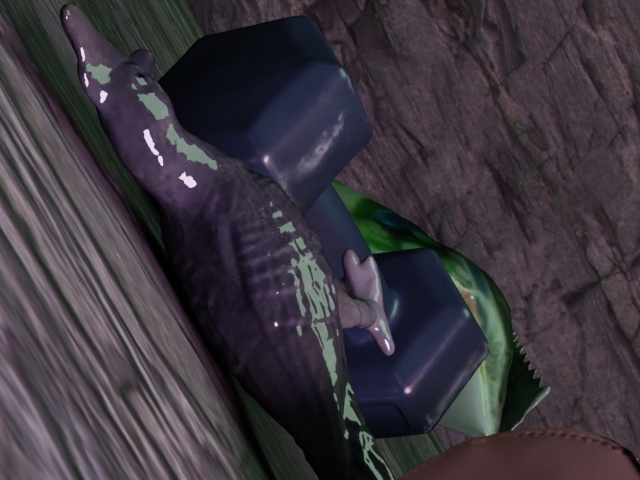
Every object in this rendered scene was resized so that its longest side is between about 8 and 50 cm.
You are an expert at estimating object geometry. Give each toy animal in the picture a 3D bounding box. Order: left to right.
[{"bbox_3d":[-0.019,0.042,0.751,0.367,0.081,0.206,62,15,3],"label":"toy animal"}]

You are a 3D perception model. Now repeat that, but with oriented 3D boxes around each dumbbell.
[{"bbox_3d":[0.000,0.000,0.949,0.143,0.156,0.316,21,-27,42],"label":"dumbbell"}]

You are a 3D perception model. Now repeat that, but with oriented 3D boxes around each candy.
[{"bbox_3d":[0.033,0.021,1.310,0.398,0.172,0.263,47,1,-13],"label":"candy"}]

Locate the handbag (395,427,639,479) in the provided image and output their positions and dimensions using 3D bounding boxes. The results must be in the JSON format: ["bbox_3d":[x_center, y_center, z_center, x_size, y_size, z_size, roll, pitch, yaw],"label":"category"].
[{"bbox_3d":[0.098,0.181,0.548,0.205,0.179,0.116,-114,-179,-57],"label":"handbag"}]
